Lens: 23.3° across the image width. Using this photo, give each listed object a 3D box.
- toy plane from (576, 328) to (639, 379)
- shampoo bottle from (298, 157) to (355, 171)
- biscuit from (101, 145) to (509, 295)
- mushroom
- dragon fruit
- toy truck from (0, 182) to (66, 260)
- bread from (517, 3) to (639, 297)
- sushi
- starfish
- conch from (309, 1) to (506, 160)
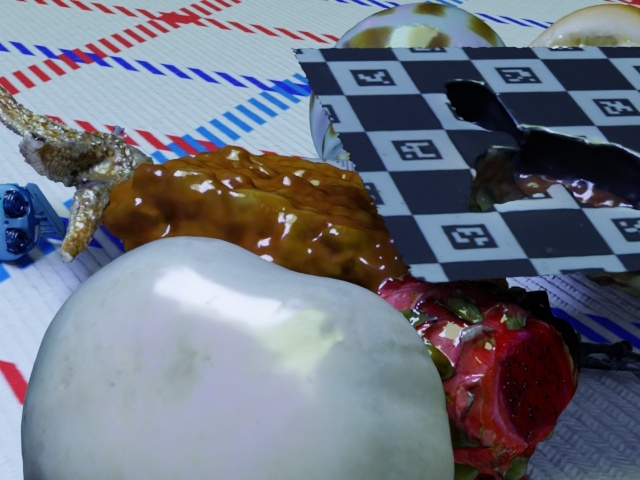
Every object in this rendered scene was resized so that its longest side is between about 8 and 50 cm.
[{"bbox_3d":[0.240,0.096,1.293,0.083,0.031,0.078,15,7,23],"label":"toy plane"},{"bbox_3d":[0.119,-0.031,1.539,0.303,0.092,0.092,2,20,-4],"label":"shampoo bottle"},{"bbox_3d":[0.000,0.000,1.323,0.318,0.110,0.312,18,9,11],"label":"biscuit"},{"bbox_3d":[-0.048,0.126,0.947,0.254,0.234,0.260,-27,65,-1],"label":"mushroom"},{"bbox_3d":[0.080,0.097,1.074,0.172,0.160,0.166,4,-8,42],"label":"dragon fruit"},{"bbox_3d":[-0.281,-0.019,1.472,0.056,0.073,0.090,1,4,32],"label":"toy truck"},{"bbox_3d":[0.329,-0.084,1.448,0.270,0.211,0.315,13,35,-37],"label":"bread"},{"bbox_3d":[0.179,-0.048,1.191,0.343,0.064,0.359,-3,33,-15],"label":"sushi"},{"bbox_3d":[-0.220,-0.066,1.455,0.301,0.084,0.293,37,13,-19],"label":"starfish"},{"bbox_3d":[0.093,-0.151,1.730,0.368,0.197,0.249,-23,-6,-43],"label":"conch"}]
